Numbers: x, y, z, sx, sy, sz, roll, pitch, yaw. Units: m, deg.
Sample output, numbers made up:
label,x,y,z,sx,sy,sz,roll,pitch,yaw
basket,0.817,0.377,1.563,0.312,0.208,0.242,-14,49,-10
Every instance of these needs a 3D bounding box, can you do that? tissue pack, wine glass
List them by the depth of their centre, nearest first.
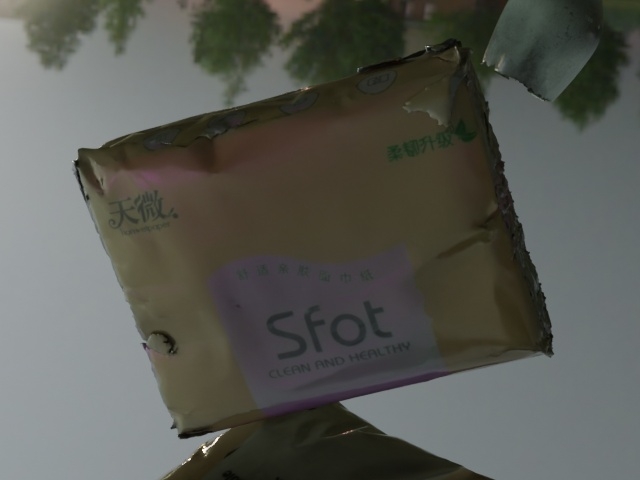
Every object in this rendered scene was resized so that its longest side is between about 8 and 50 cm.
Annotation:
label,x,y,z,sx,sy,sz,roll,pitch,yaw
tissue pack,0.000,0.000,0.769,0.256,0.215,0.123,-14,-162,16
tissue pack,-0.031,0.302,1.022,0.390,0.195,0.375,-39,-149,-21
wine glass,0.300,-0.293,1.450,0.126,0.241,0.126,31,-171,-6
